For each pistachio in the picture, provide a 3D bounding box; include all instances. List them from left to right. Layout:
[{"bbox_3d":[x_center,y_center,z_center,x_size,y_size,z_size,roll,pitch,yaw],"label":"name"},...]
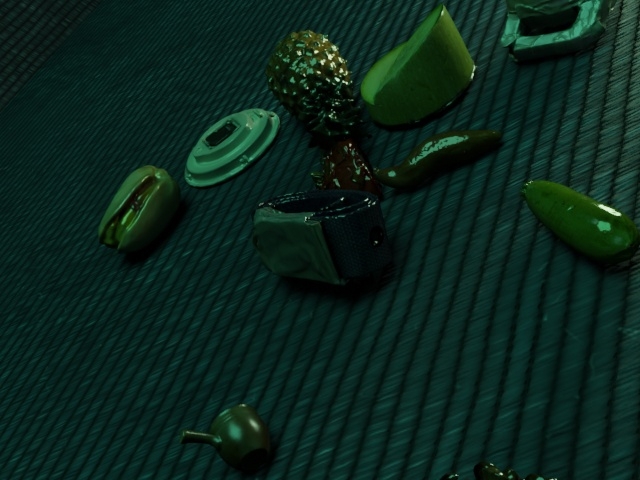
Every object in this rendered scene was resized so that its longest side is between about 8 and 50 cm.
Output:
[{"bbox_3d":[-0.349,-0.054,1.571,0.200,0.117,0.145,-66,5,-28],"label":"pistachio"}]

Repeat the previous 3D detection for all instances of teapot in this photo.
[{"bbox_3d":[-0.119,0.251,0.990,0.080,0.110,0.085,48,128,44],"label":"teapot"},{"bbox_3d":[0.392,-0.417,1.315,0.178,0.163,0.221,12,54,40],"label":"teapot"}]

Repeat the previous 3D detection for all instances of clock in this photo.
[{"bbox_3d":[-0.194,-0.206,1.674,0.236,0.053,0.236,-22,35,17],"label":"clock"}]

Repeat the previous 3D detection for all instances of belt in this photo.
[{"bbox_3d":[0.000,0.000,1.174,0.230,0.126,0.140,5,27,46],"label":"belt"}]

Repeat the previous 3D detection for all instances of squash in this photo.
[{"bbox_3d":[0.154,-0.303,1.425,0.220,0.133,0.220,-29,31,20],"label":"squash"},{"bbox_3d":[0.309,-0.029,0.982,0.066,0.066,0.201,-37,32,-3],"label":"squash"}]

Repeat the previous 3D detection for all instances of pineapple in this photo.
[{"bbox_3d":[0.009,-0.261,1.486,0.169,0.169,0.340,-34,41,3],"label":"pineapple"}]

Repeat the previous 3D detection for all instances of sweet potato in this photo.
[{"bbox_3d":[0.179,-0.131,1.239,0.202,0.055,0.058,-24,35,15],"label":"sweet potato"}]

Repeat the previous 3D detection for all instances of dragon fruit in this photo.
[{"bbox_3d":[0.030,-0.109,1.326,0.106,0.083,0.162,-31,35,11],"label":"dragon fruit"}]

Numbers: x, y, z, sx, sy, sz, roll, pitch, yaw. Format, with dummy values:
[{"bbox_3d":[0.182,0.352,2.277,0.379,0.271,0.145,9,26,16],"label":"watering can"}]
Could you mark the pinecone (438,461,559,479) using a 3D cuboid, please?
[{"bbox_3d":[0.140,0.278,0.665,0.179,0.150,0.195,10,53,48],"label":"pinecone"}]
